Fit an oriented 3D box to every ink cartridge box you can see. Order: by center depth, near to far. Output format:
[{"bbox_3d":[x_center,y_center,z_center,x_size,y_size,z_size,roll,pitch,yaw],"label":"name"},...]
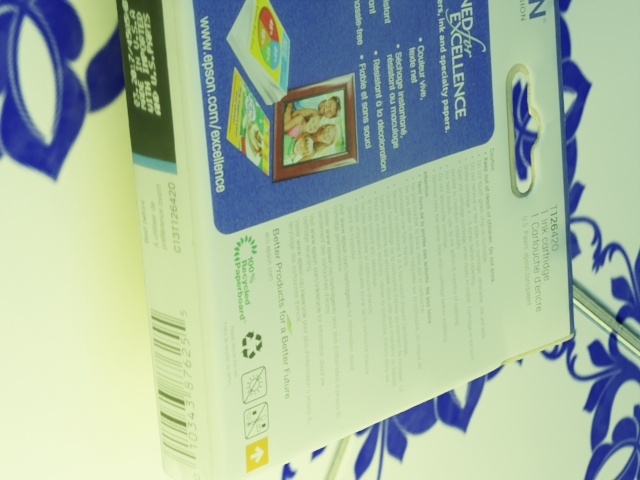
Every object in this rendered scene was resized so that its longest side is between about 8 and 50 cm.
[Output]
[{"bbox_3d":[0.025,-0.042,1.134,0.307,0.072,0.304,-20,113,-42],"label":"ink cartridge box"}]
